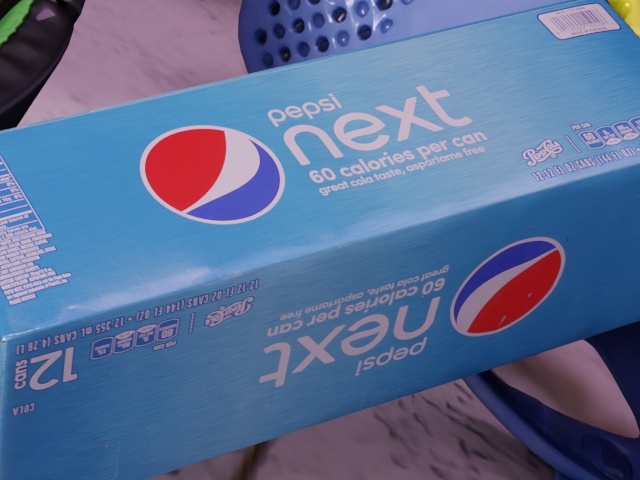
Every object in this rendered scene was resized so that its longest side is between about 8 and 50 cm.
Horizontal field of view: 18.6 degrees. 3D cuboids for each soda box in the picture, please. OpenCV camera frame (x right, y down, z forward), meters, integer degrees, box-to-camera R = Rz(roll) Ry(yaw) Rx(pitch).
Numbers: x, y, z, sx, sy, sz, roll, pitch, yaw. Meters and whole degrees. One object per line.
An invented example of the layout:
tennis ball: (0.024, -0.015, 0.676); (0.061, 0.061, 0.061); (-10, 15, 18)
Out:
soda box: (0.000, 0.000, 0.512); (0.210, 0.071, 0.067); (-15, 50, -26)

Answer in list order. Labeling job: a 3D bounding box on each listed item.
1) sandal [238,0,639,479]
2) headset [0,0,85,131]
sandal: (0.080, 0.005, 0.634); (0.317, 0.126, 0.138); (45, 32, 22)
headset: (-0.166, -0.174, 0.570); (0.243, 0.185, 0.394); (24, 40, -22)
